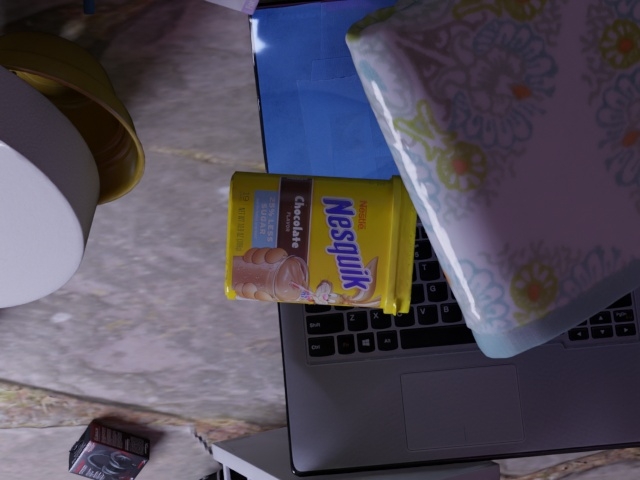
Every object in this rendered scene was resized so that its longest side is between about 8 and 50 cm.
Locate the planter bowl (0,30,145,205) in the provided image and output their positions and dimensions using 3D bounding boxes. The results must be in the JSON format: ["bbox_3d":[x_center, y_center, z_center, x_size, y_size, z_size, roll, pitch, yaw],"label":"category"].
[{"bbox_3d":[-0.255,-0.125,1.436,0.217,0.090,0.217,8,149,5],"label":"planter bowl"}]

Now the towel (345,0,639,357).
[{"bbox_3d":[0.234,-0.120,1.358,0.374,0.090,0.320,-31,109,-15],"label":"towel"}]

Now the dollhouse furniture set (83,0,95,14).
[{"bbox_3d":[-0.272,-0.296,1.312,0.303,0.198,0.286,-1,177,-36],"label":"dollhouse furniture set"}]

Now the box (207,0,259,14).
[{"bbox_3d":[-0.027,-0.336,1.303,0.067,0.063,0.324,17,128,-17],"label":"box"}]

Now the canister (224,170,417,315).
[{"bbox_3d":[0.000,0.000,1.456,0.170,0.073,0.126,3,102,0],"label":"canister"}]

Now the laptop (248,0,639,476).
[{"bbox_3d":[0.141,-0.007,1.503,0.382,0.408,0.236,-5,165,0],"label":"laptop"}]

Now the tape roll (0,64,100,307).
[{"bbox_3d":[-0.395,-0.060,1.428,0.392,0.072,0.392,8,150,5],"label":"tape roll"}]

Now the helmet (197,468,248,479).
[{"bbox_3d":[-0.098,0.342,1.831,0.161,0.169,0.169,-3,134,-25],"label":"helmet"}]

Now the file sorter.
[{"bbox_3d":[0.037,0.300,1.649,0.193,0.278,0.173,-10,100,-26],"label":"file sorter"}]

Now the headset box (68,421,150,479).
[{"bbox_3d":[-0.246,0.246,1.819,0.083,0.032,0.062,21,127,-23],"label":"headset box"}]
